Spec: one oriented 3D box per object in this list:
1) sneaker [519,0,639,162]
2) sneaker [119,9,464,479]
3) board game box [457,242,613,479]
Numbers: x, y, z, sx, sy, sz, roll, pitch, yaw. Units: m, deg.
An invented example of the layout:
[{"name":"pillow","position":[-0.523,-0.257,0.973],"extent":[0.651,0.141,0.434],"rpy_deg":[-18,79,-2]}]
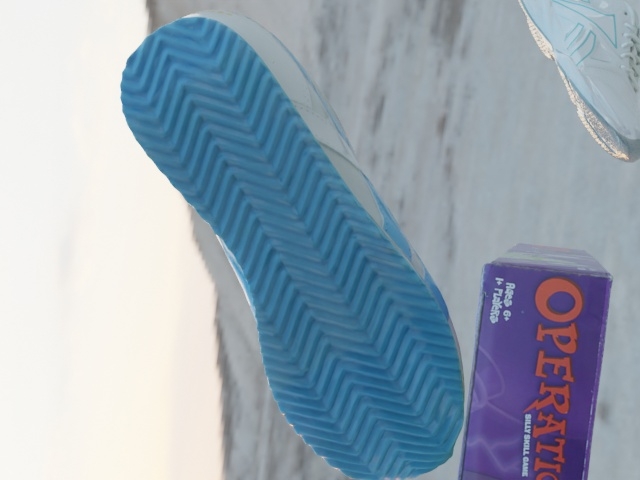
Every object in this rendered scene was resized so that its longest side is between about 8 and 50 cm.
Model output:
[{"name":"sneaker","position":[0.169,-0.112,0.819],"extent":[0.053,0.061,0.152],"rpy_deg":[56,-168,-51]},{"name":"sneaker","position":[0.000,0.000,0.607],"extent":[0.228,0.087,0.092],"rpy_deg":[63,-165,-11]},{"name":"board game box","position":[0.089,0.107,0.601],"extent":[0.347,0.056,0.208],"rpy_deg":[-8,-79,-80]}]
